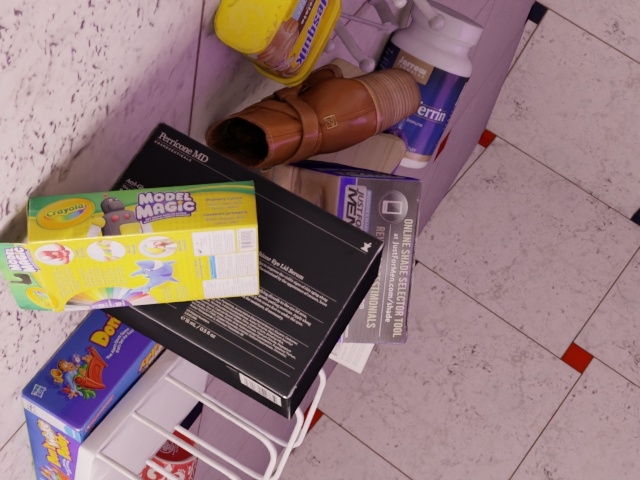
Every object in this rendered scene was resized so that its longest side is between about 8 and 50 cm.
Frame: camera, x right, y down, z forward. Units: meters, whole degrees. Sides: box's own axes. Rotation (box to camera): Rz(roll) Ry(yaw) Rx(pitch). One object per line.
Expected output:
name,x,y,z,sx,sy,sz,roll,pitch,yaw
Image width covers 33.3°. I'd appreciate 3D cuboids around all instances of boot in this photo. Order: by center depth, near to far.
boot,-0.041,-0.133,1.285,0.220,0.283,0.109,-23,107,-30

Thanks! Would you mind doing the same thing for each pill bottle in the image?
pill bottle,0.168,-0.270,1.836,0.265,0.153,0.153,-66,169,19

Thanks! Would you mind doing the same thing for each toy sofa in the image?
toy sofa,0.020,-0.069,1.595,0.150,0.177,0.362,-45,160,-55

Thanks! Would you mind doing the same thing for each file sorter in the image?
file sorter,-0.136,0.242,1.243,0.278,0.173,0.193,-51,166,-45

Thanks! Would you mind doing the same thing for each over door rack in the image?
over door rack,0.142,-0.327,1.407,0.239,0.108,0.324,-29,-177,24

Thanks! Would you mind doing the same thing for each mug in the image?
mug,-0.261,0.371,1.686,0.113,0.150,0.169,-3,125,-34

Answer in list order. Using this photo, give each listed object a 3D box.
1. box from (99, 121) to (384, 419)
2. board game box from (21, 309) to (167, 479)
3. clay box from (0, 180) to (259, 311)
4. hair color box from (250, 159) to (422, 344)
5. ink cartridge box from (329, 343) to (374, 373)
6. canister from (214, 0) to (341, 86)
box,-0.095,0.029,1.067,0.184,0.261,0.103,-57,169,-18
board game box,-0.209,0.127,1.283,0.347,0.078,0.233,-54,167,-35
clay box,-0.166,0.008,0.947,0.127,0.222,0.053,95,-9,-59
hair color box,0.000,0.000,1.301,0.339,0.110,0.185,-161,-106,-67
ink cartridge box,0.012,0.113,1.909,0.158,0.218,0.092,-68,173,33
canister,-0.043,-0.240,1.137,0.126,0.073,0.170,-62,168,5
